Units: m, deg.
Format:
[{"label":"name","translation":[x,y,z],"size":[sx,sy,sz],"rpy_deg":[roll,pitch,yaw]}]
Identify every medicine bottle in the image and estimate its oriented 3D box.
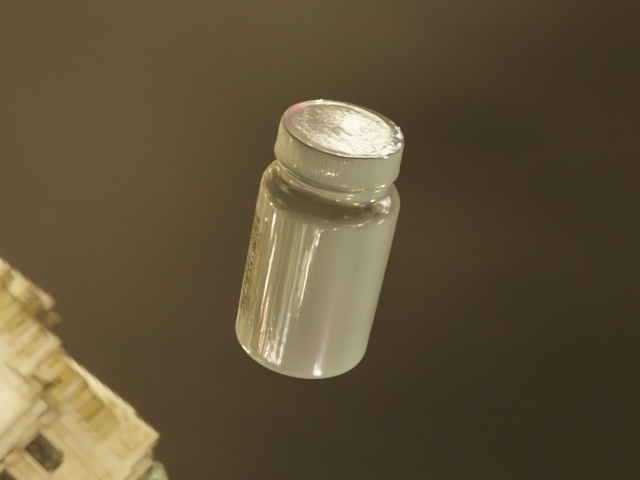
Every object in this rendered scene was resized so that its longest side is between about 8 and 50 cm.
[{"label":"medicine bottle","translation":[0.000,0.000,1.006],"size":[0.102,0.187,0.103],"rpy_deg":[8,-150,-5]}]
